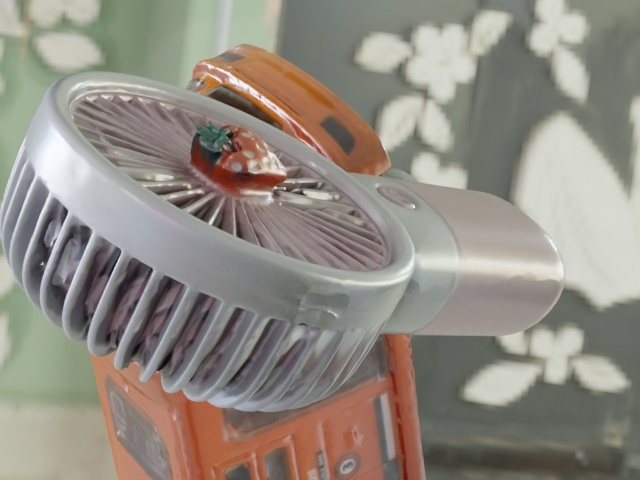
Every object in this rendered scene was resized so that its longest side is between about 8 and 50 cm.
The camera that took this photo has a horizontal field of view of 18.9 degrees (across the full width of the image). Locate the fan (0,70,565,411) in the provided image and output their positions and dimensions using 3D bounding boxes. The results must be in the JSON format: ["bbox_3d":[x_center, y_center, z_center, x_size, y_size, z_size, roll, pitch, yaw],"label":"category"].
[{"bbox_3d":[0.000,0.000,0.661,0.244,0.074,0.130,4,29,-50],"label":"fan"}]

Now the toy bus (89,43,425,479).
[{"bbox_3d":[-0.028,0.078,0.931,0.153,0.329,0.143,-24,37,-23],"label":"toy bus"}]
